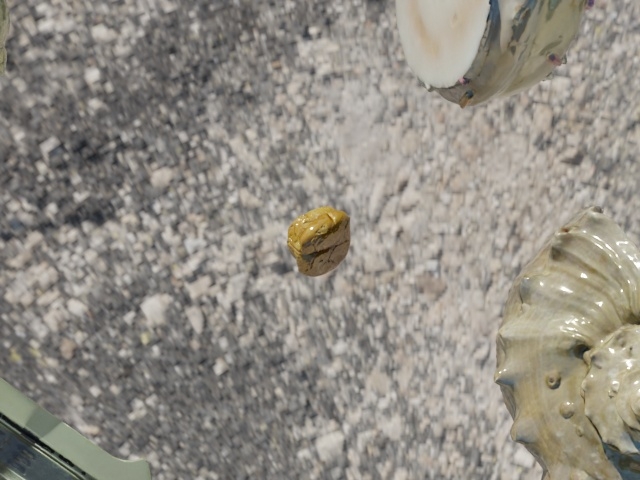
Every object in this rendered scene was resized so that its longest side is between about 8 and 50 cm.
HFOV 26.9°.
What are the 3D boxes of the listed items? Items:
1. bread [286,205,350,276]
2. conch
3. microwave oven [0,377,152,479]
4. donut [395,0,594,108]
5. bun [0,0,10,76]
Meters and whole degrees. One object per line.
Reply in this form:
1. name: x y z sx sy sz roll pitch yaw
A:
1. bread: 0.000 0.000 1.494 0.046 0.081 0.083 41 116 35
2. conch: 0.262 0.122 1.308 0.210 0.352 0.297 -18 88 -11
3. microwave oven: -0.323 0.279 1.204 0.355 0.218 0.286 37 54 -5
4. donut: 0.210 -0.348 1.614 0.142 0.382 0.383 1 68 -19
5. bun: -0.344 -0.190 1.133 0.188 0.111 0.164 31 89 5
